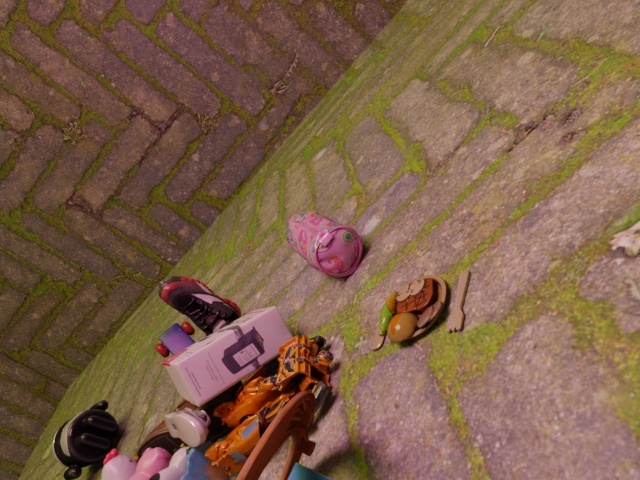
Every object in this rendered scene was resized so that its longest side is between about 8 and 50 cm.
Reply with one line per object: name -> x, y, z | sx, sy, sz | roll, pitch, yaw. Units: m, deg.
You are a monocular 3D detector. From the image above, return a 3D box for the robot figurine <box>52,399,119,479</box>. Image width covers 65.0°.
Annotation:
robot figurine -> -0.787, 0.669, 1.690 | 0.278, 0.173, 0.209 | -34, -4, 40

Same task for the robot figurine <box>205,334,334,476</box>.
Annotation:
robot figurine -> -0.091, 0.295, 0.937 | 0.291, 0.085, 0.211 | -46, 20, 16

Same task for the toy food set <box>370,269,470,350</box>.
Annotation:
toy food set -> 0.149, 0.106, 0.812 | 0.192, 0.038, 0.132 | -29, 30, 47

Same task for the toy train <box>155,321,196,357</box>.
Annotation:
toy train -> -0.313, 0.337, 1.324 | 0.105, 0.248, 0.143 | -42, -24, -20

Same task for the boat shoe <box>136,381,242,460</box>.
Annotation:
boat shoe -> -0.288, 0.418, 1.149 | 0.307, 0.110, 0.104 | -34, 21, 18

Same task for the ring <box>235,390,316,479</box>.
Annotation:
ring -> -0.076, 0.347, 0.615 | 0.336, 0.032, 0.336 | -58, -19, -34

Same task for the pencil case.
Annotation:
pencil case -> 0.000, 0.000, 1.200 | 0.124, 0.124, 0.284 | -52, 21, -1

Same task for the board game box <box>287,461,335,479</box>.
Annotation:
board game box -> 0.002, 0.408, 0.470 | 0.242, 0.064, 0.316 | 0, 52, 44

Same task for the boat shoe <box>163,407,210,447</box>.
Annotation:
boat shoe -> -0.251, 0.359, 0.984 | 0.063, 0.066, 0.184 | -22, -6, -35

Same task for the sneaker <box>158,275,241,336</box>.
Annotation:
sneaker -> -0.312, 0.189, 1.361 | 0.097, 0.276, 0.135 | -49, 37, 3

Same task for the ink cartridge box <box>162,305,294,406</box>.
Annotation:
ink cartridge box -> -0.197, 0.242, 1.079 | 0.237, 0.100, 0.172 | -28, 3, -28

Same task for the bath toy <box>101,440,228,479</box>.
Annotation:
bath toy -> -0.342, 0.487, 1.038 | 0.348, 0.128, 0.151 | -21, -8, 36
